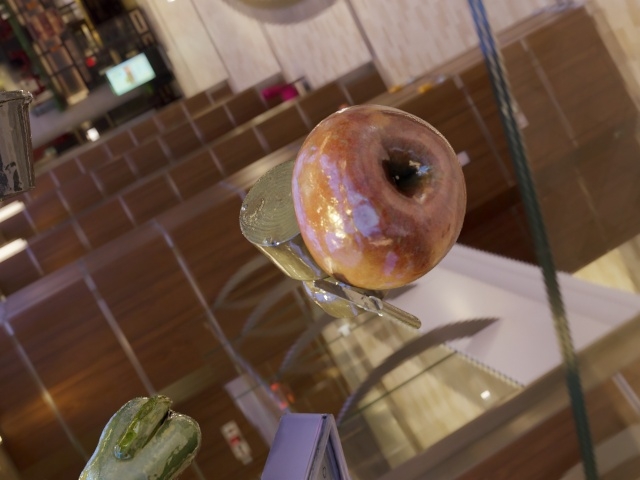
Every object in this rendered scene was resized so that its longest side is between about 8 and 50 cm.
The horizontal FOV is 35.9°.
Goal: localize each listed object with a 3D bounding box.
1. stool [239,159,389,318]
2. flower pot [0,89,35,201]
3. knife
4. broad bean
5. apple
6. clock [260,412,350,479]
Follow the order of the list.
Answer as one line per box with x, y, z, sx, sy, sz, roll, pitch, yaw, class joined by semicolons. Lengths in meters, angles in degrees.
0.000;0.000;1.759;0.264;0.179;0.179;45;-178;-43;stool
-0.587;-0.135;1.675;0.166;0.269;0.269;66;168;-5;flower pot
0.074;0.093;1.420;0.298;0.017;0.047;28;-158;-51;knife
-0.220;0.284;1.128;0.100;0.228;0.169;20;-175;20;broad bean
0.072;-0.057;1.363;0.253;0.253;0.253;57;168;19;apple
-0.020;0.328;1.226;0.193;0.073;0.145;-71;-28;-55;clock
